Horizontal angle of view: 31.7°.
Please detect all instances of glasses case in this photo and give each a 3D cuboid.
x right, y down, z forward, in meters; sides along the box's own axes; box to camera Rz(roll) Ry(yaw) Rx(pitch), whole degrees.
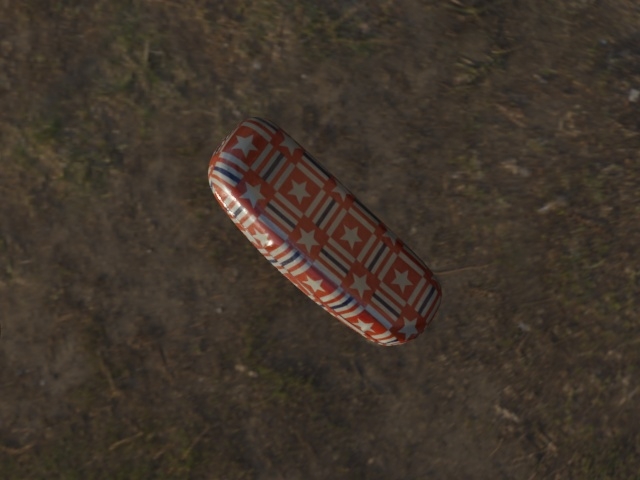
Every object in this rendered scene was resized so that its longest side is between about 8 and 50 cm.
[{"bbox_3d":[0.000,0.000,0.784,0.194,0.073,0.049,43,150,-14],"label":"glasses case"}]
